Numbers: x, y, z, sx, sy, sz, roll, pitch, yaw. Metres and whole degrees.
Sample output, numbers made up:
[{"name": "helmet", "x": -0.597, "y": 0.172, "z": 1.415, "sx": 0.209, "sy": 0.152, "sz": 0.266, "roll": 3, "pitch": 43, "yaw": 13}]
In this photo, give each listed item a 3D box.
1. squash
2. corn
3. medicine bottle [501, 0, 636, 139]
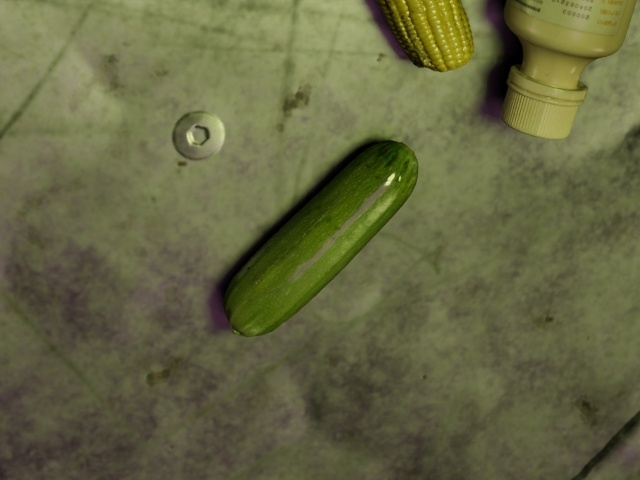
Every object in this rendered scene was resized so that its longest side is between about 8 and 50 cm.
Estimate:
[{"name": "squash", "x": 0.000, "y": 0.000, "z": 1.671, "sx": 0.239, "sy": 0.069, "sz": 0.069, "roll": -44, "pitch": 116, "yaw": 6}, {"name": "corn", "x": 0.075, "y": -0.238, "z": 1.588, "sx": 0.072, "sy": 0.072, "sz": 0.203, "roll": -30, "pitch": 118, "yaw": -1}, {"name": "medicine bottle", "x": 0.225, "y": -0.217, "z": 1.611, "sx": 0.114, "sy": 0.114, "sz": 0.252, "roll": 7, "pitch": 112, "yaw": -18}]
